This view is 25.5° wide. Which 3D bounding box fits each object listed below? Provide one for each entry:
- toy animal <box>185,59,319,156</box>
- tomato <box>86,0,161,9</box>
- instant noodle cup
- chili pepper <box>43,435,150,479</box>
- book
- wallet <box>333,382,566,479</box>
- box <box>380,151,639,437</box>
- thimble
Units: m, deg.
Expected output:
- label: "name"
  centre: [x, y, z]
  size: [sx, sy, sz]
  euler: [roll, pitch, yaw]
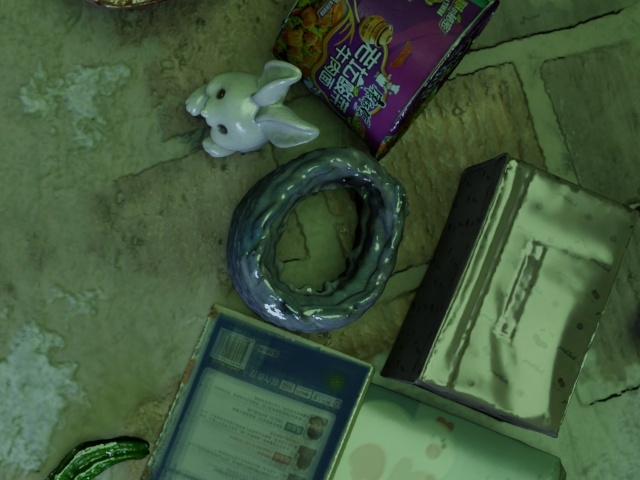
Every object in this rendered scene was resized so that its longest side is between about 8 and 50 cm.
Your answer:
- label: "toy animal"
  centre: [-0.088, -0.158, 1.712]
  size: [0.130, 0.221, 0.104]
  euler: [-6, 92, -12]
- label: "tomato"
  centre: [-0.214, -0.434, 1.742]
  size: [0.338, 0.144, 0.338]
  euler: [1, 83, -8]
- label: "instant noodle cup"
  centre: [0.071, -0.251, 1.747]
  size: [0.190, 0.251, 0.251]
  euler: [37, 80, 3]
- label: "chili pepper"
  centre: [-0.292, 0.296, 1.728]
  size: [0.073, 0.050, 0.182]
  euler: [43, 77, 2]
- label: "book"
  centre: [-0.092, 0.264, 1.741]
  size: [0.228, 0.018, 0.322]
  euler: [21, 83, 17]
- label: "wallet"
  centre: [0.110, 0.330, 1.786]
  size: [0.360, 0.083, 0.252]
  euler: [23, 82, -4]
- label: "box"
  centre: [0.229, 0.071, 1.753]
  size: [0.190, 0.225, 0.297]
  euler: [24, 84, -8]
- label: "thimble"
  centre: [0.000, 0.000, 1.741]
  size: [0.236, 0.172, 0.205]
  euler: [-45, 97, -10]
